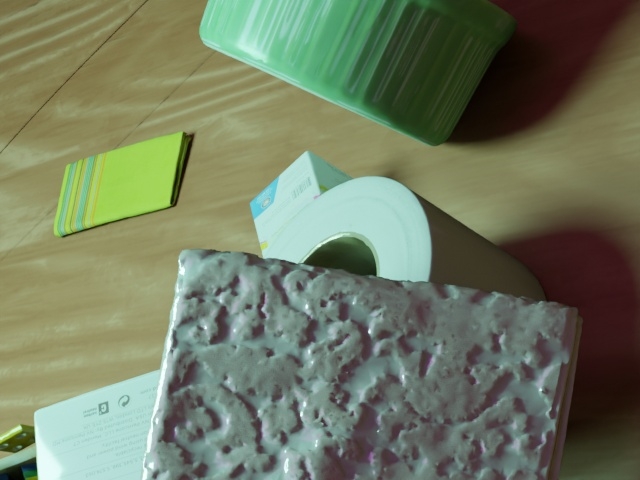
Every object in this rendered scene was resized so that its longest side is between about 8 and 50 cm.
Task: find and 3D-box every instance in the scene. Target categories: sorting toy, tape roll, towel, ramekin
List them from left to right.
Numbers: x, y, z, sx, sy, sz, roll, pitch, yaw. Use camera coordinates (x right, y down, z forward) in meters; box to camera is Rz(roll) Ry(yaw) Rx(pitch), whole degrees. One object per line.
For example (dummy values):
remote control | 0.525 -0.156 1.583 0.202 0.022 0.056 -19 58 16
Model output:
sorting toy | -0.317 0.268 1.888 0.132 0.274 0.046 -21 67 -2
towel | -0.251 -0.068 2.182 0.237 0.021 0.102 -12 62 44
towel | 0.022 0.176 1.374 0.332 0.053 0.317 9 74 5
ramekin | 0.028 -0.210 1.724 0.303 0.303 0.148 31 98 54
tape roll | 0.063 0.085 1.575 0.246 0.169 0.246 -30 45 35

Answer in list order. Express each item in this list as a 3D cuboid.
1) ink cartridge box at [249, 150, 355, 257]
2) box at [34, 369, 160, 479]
ink cartridge box | 0.000 0.000 1.774 0.092 0.090 0.143 -41 41 24
box | -0.117 0.314 1.513 0.168 0.215 0.345 -18 57 14
